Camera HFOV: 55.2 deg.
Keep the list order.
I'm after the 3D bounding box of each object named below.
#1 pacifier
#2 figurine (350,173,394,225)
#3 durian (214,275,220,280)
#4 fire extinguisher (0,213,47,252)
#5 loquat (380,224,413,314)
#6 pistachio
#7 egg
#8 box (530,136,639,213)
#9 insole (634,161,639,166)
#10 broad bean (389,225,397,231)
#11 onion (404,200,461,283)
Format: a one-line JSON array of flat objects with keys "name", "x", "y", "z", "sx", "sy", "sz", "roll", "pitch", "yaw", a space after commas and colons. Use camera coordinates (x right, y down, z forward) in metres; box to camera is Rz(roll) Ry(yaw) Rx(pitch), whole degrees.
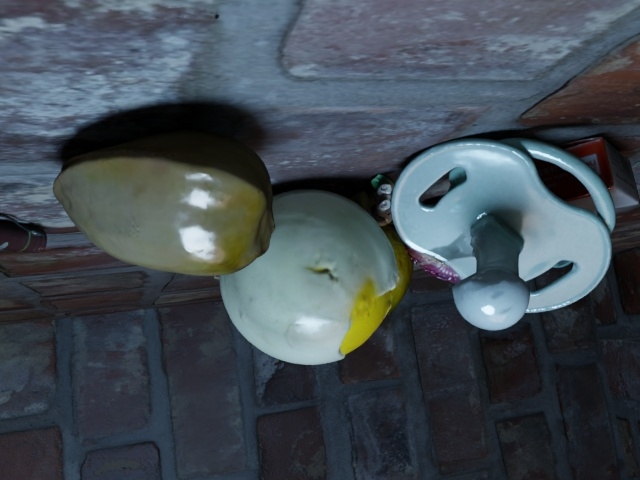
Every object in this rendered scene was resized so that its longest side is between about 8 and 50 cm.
[{"name": "pacifier", "x": 0.261, "y": 0.011, "z": 0.870, "sx": 0.343, "sy": 0.269, "sz": 0.288, "roll": 34, "pitch": 131, "yaw": -12}, {"name": "figurine", "x": 0.094, "y": -0.064, "z": 1.040, "sx": 0.083, "sy": 0.083, "sz": 0.187, "roll": -8, "pitch": 177, "yaw": 0}, {"name": "durian", "x": -0.154, "y": 0.021, "z": 1.335, "sx": 0.187, "sy": 0.119, "sz": 0.108, "roll": 0, "pitch": -147, "yaw": 23}, {"name": "fire extinguisher", "x": -0.488, "y": -0.013, "z": 0.937, "sx": 0.078, "sy": 0.045, "sz": 0.157, "roll": -39, "pitch": 162, "yaw": 12}, {"name": "loquat", "x": 0.100, "y": 0.046, "z": 1.346, "sx": 0.214, "sy": 0.246, "sz": 0.213, "roll": -12, "pitch": -147, "yaw": 8}, {"name": "pistachio", "x": -0.178, "y": -0.045, "z": 0.674, "sx": 0.261, "sy": 0.162, "sz": 0.212, "roll": 4, "pitch": 152, "yaw": 12}, {"name": "egg", "x": -0.028, "y": 0.061, "z": 1.016, "sx": 0.283, "sy": 0.282, "sz": 0.345, "roll": -6, "pitch": 174, "yaw": -14}, {"name": "box", "x": 0.430, "y": -0.099, "z": 1.009, "sx": 0.133, "sy": 0.099, "sz": 0.182, "roll": -15, "pitch": 166, "yaw": 38}, {"name": "insole", "x": 0.661, "y": -0.149, "z": 1.188, "sx": 0.153, "sy": 0.002, "sz": 0.053, "roll": -1, "pitch": 168, "yaw": -38}, {"name": "broad bean", "x": 0.264, "y": -0.032, "z": 1.405, "sx": 0.318, "sy": 0.055, "sz": 0.098, "roll": -9, "pitch": 170, "yaw": 19}, {"name": "onion", "x": 0.293, "y": -0.018, "z": 1.265, "sx": 0.230, "sy": 0.163, "sz": 0.230, "roll": 19, "pitch": 146, "yaw": 13}]
